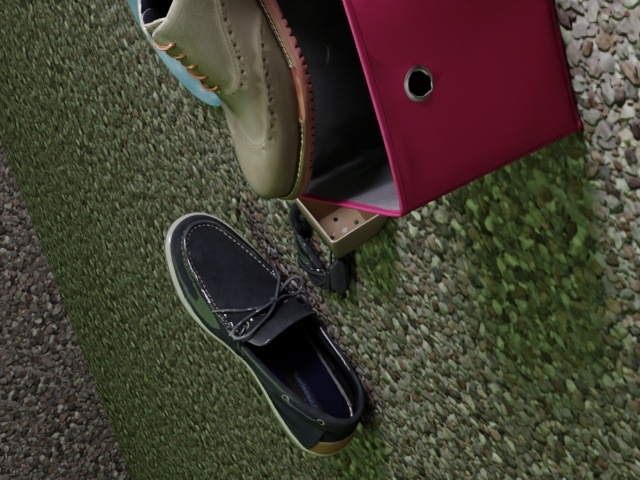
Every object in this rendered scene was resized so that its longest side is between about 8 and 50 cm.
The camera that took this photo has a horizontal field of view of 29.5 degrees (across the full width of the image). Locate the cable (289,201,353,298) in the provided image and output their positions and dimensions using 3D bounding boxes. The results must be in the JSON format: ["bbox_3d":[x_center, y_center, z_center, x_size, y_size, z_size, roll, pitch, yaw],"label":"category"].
[{"bbox_3d":[0.000,0.000,1.973,0.150,0.047,0.184,43,151,46],"label":"cable"}]

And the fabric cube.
[{"bbox_3d":[0.091,-0.199,1.349,0.259,0.258,0.254,16,126,58],"label":"fabric cube"}]

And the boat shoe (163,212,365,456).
[{"bbox_3d":[-0.089,0.146,2.123,0.500,0.187,0.156,54,149,8],"label":"boat shoe"}]

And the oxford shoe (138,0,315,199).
[{"bbox_3d":[-0.115,-0.209,1.256,0.140,0.146,0.397,17,129,54],"label":"oxford shoe"}]

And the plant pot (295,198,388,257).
[{"bbox_3d":[0.033,-0.039,1.801,0.109,0.109,0.096,51,164,24],"label":"plant pot"}]

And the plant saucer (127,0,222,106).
[{"bbox_3d":[-0.236,-0.367,2.013,0.317,0.044,0.317,47,161,22],"label":"plant saucer"}]
